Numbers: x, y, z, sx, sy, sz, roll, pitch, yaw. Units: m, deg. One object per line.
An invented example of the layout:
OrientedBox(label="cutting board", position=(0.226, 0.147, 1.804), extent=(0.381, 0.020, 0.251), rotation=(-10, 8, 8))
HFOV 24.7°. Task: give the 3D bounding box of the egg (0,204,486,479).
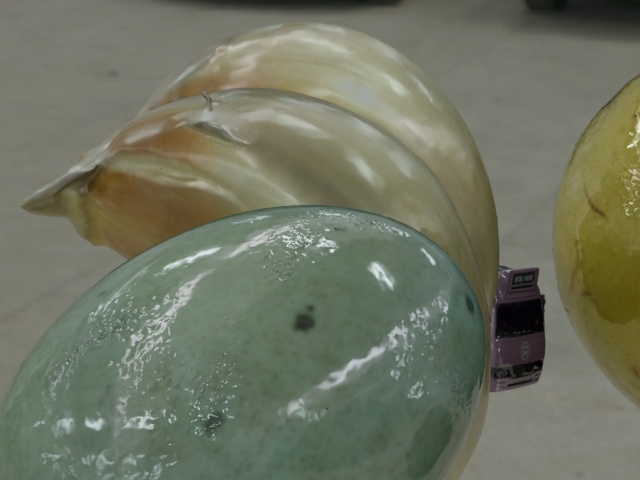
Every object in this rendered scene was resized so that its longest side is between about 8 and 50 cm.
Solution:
OrientedBox(label="egg", position=(-0.033, 0.076, 0.645), extent=(0.236, 0.169, 0.169), rotation=(-26, 27, -20))

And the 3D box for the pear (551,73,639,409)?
OrientedBox(label="pear", position=(0.361, -0.002, 1.219), extent=(0.348, 0.348, 0.348), rotation=(0, 18, 0))

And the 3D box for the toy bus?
OrientedBox(label="toy bus", position=(0.082, 0.055, 1.173), extent=(0.199, 0.108, 0.096), rotation=(16, 11, 36))

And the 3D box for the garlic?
OrientedBox(label="garlic", position=(0.000, 0.000, 0.935), extent=(0.313, 0.249, 0.286), rotation=(35, 11, 4))
